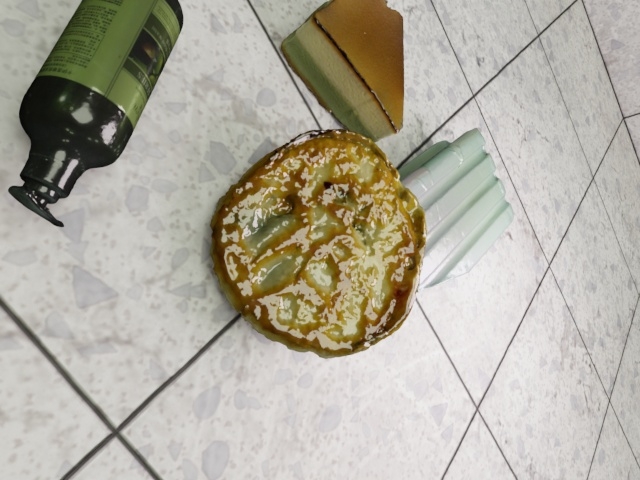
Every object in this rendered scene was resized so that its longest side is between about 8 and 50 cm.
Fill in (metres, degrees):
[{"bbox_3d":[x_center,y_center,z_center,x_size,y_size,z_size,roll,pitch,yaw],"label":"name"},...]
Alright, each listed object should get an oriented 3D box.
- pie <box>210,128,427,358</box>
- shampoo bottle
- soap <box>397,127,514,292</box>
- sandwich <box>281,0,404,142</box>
[{"bbox_3d":[0.000,0.000,0.621,0.315,0.092,0.315,3,80,-16],"label":"pie"},{"bbox_3d":[-0.239,-0.156,0.479,0.101,0.101,0.284,29,65,-33],"label":"shampoo bottle"},{"bbox_3d":[0.208,-0.042,0.822,0.347,0.115,0.208,-37,105,-37],"label":"soap"},{"bbox_3d":[0.072,-0.299,0.757,0.220,0.108,0.186,48,57,-21],"label":"sandwich"}]
